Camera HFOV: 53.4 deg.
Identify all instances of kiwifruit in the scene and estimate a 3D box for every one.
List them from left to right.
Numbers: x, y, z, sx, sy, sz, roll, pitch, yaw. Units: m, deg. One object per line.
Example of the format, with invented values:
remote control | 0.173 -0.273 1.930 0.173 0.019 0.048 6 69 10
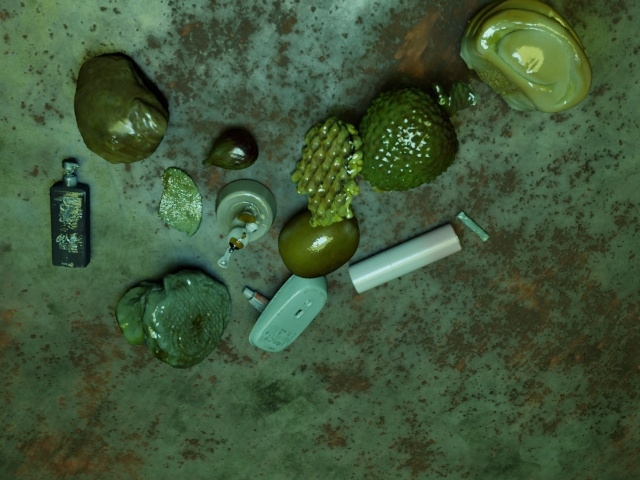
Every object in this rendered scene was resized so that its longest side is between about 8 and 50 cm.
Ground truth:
kiwifruit | 0.000 0.000 1.767 0.233 0.196 0.196 -29 112 7

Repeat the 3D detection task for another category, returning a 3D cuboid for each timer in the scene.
timer | -0.208 -0.040 1.699 0.175 0.266 0.175 -1 114 -2

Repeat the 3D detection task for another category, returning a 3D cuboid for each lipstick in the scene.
lipstick | 0.244 0.052 1.853 0.326 0.087 0.087 -24 113 9

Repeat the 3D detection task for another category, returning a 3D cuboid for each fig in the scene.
fig | -0.244 -0.231 1.703 0.154 0.103 0.109 -30 90 2

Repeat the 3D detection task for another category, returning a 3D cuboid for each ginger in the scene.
ginger | -0.512 -0.321 1.593 0.200 0.223 0.269 -34 113 16

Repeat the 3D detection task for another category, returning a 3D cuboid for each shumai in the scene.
shumai | -0.453 0.208 1.875 0.263 0.304 0.310 11 121 31

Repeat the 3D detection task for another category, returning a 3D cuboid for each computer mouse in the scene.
computer mouse | -0.097 0.203 1.892 0.288 0.097 0.159 -49 138 11

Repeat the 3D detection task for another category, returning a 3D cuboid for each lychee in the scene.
lychee | 0.226 -0.270 1.615 0.269 0.270 0.320 24 94 -12

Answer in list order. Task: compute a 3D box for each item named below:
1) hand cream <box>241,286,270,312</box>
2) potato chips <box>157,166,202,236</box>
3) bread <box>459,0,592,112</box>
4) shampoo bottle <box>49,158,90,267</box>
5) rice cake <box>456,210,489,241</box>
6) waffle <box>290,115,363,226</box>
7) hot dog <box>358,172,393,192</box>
hand cream | -0.153 0.210 1.944 0.052 0.038 0.216 -30 120 37
potato chips | -0.400 -0.102 1.798 0.142 0.026 0.209 -25 115 6
bread | 0.513 -0.461 1.547 0.315 0.270 0.211 37 94 -10
shampoo bottle | -0.697 -0.076 1.775 0.098 0.071 0.310 7 112 -2
rice cake | 0.443 -0.041 1.854 0.121 0.021 0.022 40 97 -17
waffle | 0.017 -0.174 1.639 0.058 0.300 0.282 8 109 -31
hot dog | 0.148 -0.188 1.757 0.078 0.061 0.169 -43 109 15
